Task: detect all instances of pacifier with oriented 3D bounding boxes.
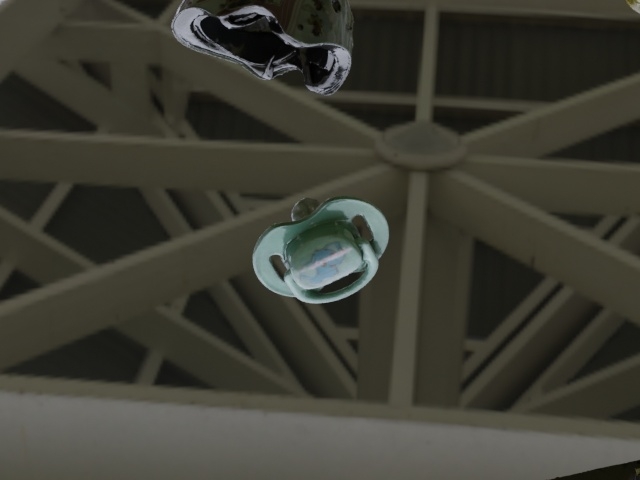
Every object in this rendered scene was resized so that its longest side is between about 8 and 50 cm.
[{"bbox_3d":[0.000,0.000,1.239,0.150,0.127,0.117,-31,-146,9],"label":"pacifier"}]

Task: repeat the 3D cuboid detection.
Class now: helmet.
[{"bbox_3d":[-0.045,-0.224,1.111,0.176,0.107,0.153,17,172,16],"label":"helmet"}]

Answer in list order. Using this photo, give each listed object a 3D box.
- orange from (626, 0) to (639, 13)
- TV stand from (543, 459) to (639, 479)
[{"bbox_3d":[0.313,-0.353,0.980,0.368,0.210,0.271,42,-105,9],"label":"orange"},{"bbox_3d":[0.087,0.177,0.690,0.249,0.036,0.042,-16,-178,15],"label":"TV stand"}]
